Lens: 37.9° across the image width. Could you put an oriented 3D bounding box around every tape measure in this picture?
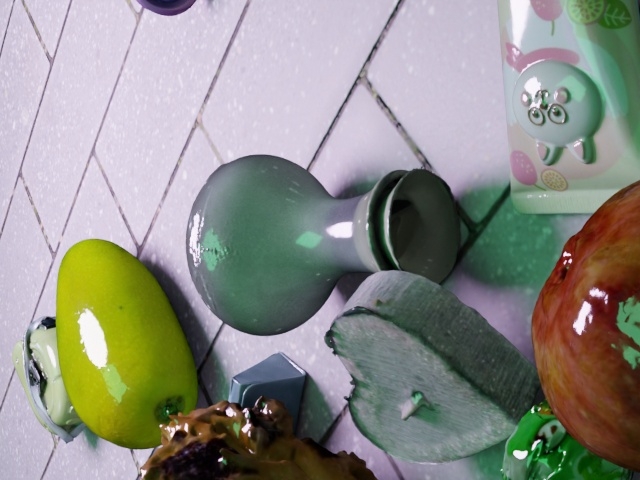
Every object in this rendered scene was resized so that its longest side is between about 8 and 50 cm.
[{"bbox_3d":[-0.424,0.217,1.497,0.200,0.106,0.175,60,139,28],"label":"tape measure"}]

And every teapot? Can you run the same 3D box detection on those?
[{"bbox_3d":[0.000,0.000,0.884,0.250,0.183,0.184,-4,89,41],"label":"teapot"}]

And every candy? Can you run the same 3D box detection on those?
[{"bbox_3d":[0.169,0.266,0.752,0.097,0.097,0.324,39,131,44],"label":"candy"}]

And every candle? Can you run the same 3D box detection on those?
[{"bbox_3d":[0.097,0.117,0.784,0.168,0.068,0.192,12,136,27],"label":"candle"}]

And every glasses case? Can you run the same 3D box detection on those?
[{"bbox_3d":[-0.074,0.269,1.064,0.056,0.105,0.266,18,109,24],"label":"glasses case"}]

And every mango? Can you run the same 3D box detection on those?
[{"bbox_3d":[-0.277,0.131,1.260,0.192,0.155,0.343,-55,47,28],"label":"mango"}]

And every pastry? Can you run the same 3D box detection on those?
[{"bbox_3d":[-0.083,0.375,0.891,0.337,0.292,0.405,33,100,0],"label":"pastry"}]

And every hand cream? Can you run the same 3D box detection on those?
[{"bbox_3d":[0.185,-0.171,0.698,0.147,0.093,0.306,1,103,52],"label":"hand cream"}]

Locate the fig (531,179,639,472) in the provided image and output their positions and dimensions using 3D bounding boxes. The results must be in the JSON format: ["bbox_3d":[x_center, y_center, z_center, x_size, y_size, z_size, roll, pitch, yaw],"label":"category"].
[{"bbox_3d":[0.233,0.055,0.572,0.205,0.205,0.205,5,97,53],"label":"fig"}]

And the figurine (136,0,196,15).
[{"bbox_3d":[-0.208,-0.365,1.169,0.126,0.114,0.157,-38,51,8],"label":"figurine"}]
